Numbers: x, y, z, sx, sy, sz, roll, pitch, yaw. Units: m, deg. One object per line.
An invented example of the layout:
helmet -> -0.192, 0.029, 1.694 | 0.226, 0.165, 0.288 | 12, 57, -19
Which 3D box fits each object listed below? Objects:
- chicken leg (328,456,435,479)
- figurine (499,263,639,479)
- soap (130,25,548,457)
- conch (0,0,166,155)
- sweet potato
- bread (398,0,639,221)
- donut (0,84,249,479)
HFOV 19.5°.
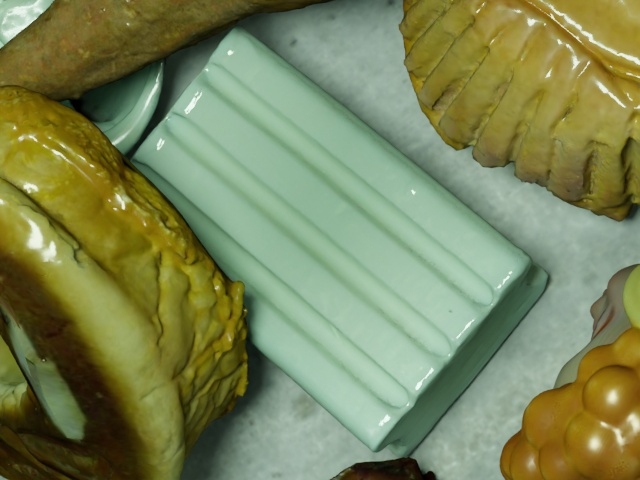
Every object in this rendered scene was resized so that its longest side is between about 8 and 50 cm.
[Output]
chicken leg -> 0.119, 0.238, 1.151 | 0.304, 0.093, 0.113 | 38, 58, 22
figurine -> 0.258, 0.049, 1.067 | 0.205, 0.224, 0.382 | 28, 90, 18
soap -> 0.000, 0.000, 1.238 | 0.265, 0.087, 0.160 | 40, 93, 21
conch -> -0.198, -0.147, 1.314 | 0.185, 0.121, 0.221 | -17, 91, 24
sweet potato -> -0.079, -0.173, 1.212 | 0.341, 0.092, 0.114 | -17, 40, 21
bread -> 0.176, -0.157, 1.173 | 0.274, 0.149, 0.274 | -3, 77, 13
donut -> -0.197, 0.028, 1.215 | 0.330, 0.330, 0.160 | 24, 58, 22
